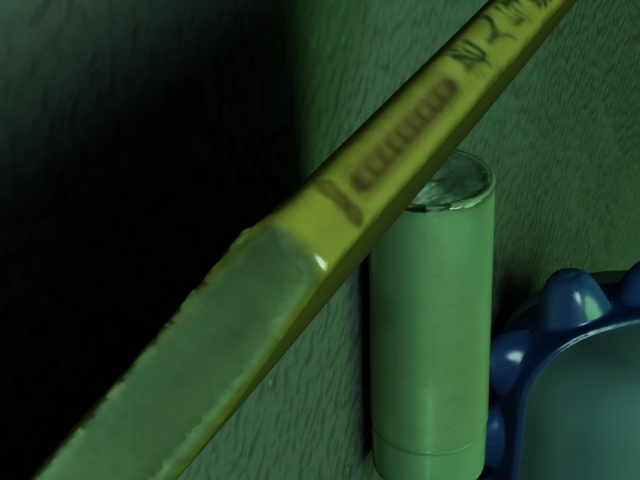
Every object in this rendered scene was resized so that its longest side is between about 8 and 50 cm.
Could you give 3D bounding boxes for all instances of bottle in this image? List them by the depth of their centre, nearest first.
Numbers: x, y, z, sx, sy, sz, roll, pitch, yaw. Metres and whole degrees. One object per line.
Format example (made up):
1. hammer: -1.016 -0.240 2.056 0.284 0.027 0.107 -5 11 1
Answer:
1. bottle: 0.063 0.049 0.897 0.072 0.072 0.201 -52 147 -51

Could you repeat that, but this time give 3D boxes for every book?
1. book: 0.000 0.000 0.556 0.269 0.032 0.389 -49 179 34

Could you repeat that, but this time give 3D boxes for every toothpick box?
1. toothpick box: 0.229 0.179 1.205 0.263 0.263 0.354 -41 137 -59
